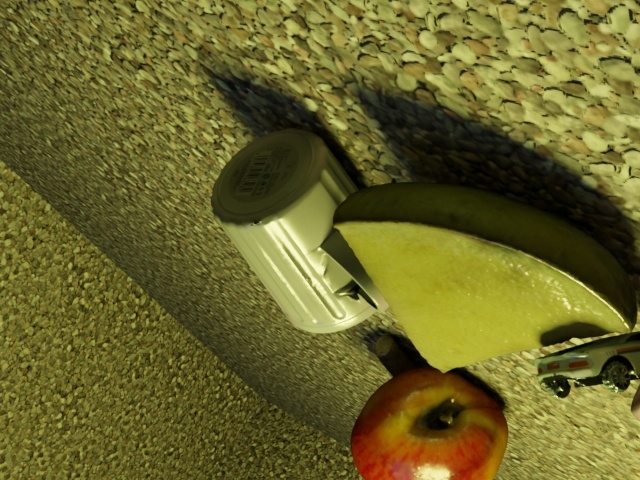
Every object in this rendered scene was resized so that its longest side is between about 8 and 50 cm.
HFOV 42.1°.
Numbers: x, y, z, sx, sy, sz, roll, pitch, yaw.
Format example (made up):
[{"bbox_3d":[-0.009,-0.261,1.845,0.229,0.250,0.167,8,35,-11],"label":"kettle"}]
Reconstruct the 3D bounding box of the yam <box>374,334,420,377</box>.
[{"bbox_3d":[0.165,0.249,1.534,0.056,0.057,0.241,18,155,43],"label":"yam"}]

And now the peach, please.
[{"bbox_3d":[0.187,0.346,1.430,0.281,0.280,0.238,63,-169,-57],"label":"peach"}]

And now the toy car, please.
[{"bbox_3d":[0.299,0.115,0.787,0.204,0.056,0.095,-3,167,-22],"label":"toy car"}]

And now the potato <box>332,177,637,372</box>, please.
[{"bbox_3d":[0.186,0.032,0.808,0.255,0.112,0.269,3,144,39],"label":"potato"}]

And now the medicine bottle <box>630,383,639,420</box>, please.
[{"bbox_3d":[0.372,0.116,0.486,0.315,0.202,0.202,35,164,19],"label":"medicine bottle"}]

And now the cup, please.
[{"bbox_3d":[0.004,-0.012,0.961,0.221,0.167,0.202,2,143,35],"label":"cup"}]
